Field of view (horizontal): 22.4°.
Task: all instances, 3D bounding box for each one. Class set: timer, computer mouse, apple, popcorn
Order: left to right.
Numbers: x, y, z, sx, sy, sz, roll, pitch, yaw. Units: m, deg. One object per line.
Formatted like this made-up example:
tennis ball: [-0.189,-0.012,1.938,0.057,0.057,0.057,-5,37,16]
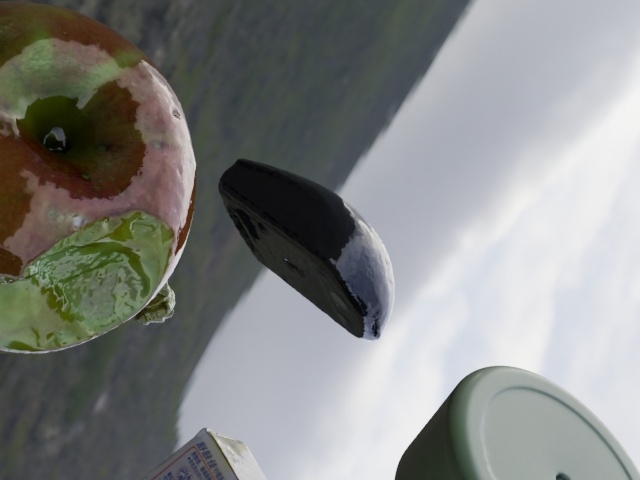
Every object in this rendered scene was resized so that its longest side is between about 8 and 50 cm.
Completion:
apple: [-0.290,-0.053,1.544,0.340,0.339,0.339,-58,-171,15]
popcorn: [-0.231,0.078,2.232,0.068,0.059,0.083,-90,-178,-47]
computer mouse: [0.000,0.000,1.876,0.100,0.170,0.269,-39,-132,-16]
timer: [0.152,0.332,1.695,0.315,0.290,0.291,-44,-164,32]

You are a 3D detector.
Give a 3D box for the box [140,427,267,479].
box: [-0.111,0.372,1.877,0.168,0.265,0.097,-41,149,7]
